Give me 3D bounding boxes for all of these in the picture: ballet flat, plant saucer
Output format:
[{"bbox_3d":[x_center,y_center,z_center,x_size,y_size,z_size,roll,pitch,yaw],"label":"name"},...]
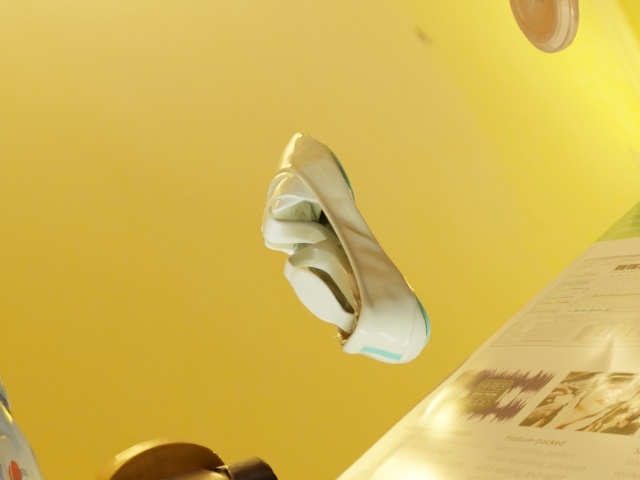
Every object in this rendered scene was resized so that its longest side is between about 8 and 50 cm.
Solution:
[{"bbox_3d":[0.000,0.000,0.962,0.086,0.086,0.248,18,-152,-41],"label":"ballet flat"},{"bbox_3d":[0.161,-0.178,0.905,0.013,0.083,0.083,-21,-116,-18],"label":"plant saucer"}]

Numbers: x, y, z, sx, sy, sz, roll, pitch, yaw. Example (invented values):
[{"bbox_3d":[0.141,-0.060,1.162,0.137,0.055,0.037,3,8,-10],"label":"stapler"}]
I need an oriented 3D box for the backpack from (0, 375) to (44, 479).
[{"bbox_3d":[-0.257,0.087,0.364,0.356,0.290,0.273,23,-167,-2],"label":"backpack"}]

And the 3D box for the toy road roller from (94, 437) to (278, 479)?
[{"bbox_3d":[-0.156,0.382,1.362,0.203,0.241,0.329,-13,-82,-28],"label":"toy road roller"}]

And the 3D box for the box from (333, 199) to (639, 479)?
[{"bbox_3d":[0.157,0.063,0.520,0.322,0.232,0.058,-39,-73,-29],"label":"box"}]
